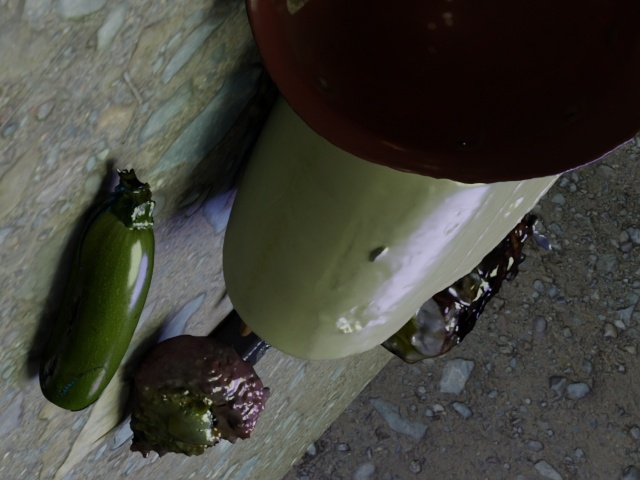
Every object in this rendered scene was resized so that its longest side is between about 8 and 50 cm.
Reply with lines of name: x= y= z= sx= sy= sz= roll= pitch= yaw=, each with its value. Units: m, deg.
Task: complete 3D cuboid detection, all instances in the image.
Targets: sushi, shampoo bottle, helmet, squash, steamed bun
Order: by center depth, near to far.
helmet: x=0.136 y=-0.247 z=1.117 sx=0.230 sy=0.385 sz=0.337 roll=-68 pitch=176 yaw=-64
squash: x=-0.219 y=0.061 z=1.218 sx=0.087 sy=0.087 sz=0.331 roll=-36 pitch=158 yaw=-50
steamed bun: x=0.084 y=-0.094 z=1.410 sx=0.456 sy=0.290 sz=0.371 roll=-29 pitch=159 yaw=-48
sushi: x=-0.191 y=0.207 z=1.610 sx=0.241 sy=0.161 sz=0.107 roll=-13 pitch=-142 yaw=34
shampoo bottle: x=-0.063 y=0.095 z=1.871 sx=0.309 sy=0.071 sz=0.098 roll=-48 pitch=164 yaw=-26
sushi: x=0.194 y=0.020 z=2.096 sx=0.294 sy=0.281 sz=0.299 roll=-46 pitch=180 yaw=-26

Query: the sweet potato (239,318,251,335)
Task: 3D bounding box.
sweet potato: x=-0.001 y=-0.006 z=1.759 sx=0.354 sy=0.095 sz=0.106 roll=-47 pitch=162 yaw=-28
